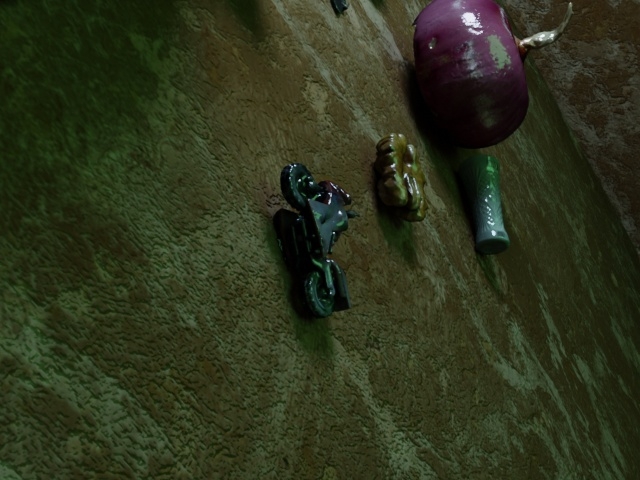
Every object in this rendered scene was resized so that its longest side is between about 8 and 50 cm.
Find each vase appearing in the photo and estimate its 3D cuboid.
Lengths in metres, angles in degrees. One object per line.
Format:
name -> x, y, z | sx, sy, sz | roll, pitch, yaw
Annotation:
vase -> 0.373, -0.078, 1.708 | 0.096, 0.096, 0.219 | 32, 45, -45

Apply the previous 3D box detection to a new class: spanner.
spanner -> 0.043, -0.533, 1.589 | 0.046, 0.012, 0.208 | 44, 35, -32

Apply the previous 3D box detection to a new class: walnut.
walnut -> 0.141, -0.113, 1.366 | 0.143, 0.069, 0.170 | 40, 38, -40

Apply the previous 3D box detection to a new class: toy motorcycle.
toy motorcycle -> -0.001, 0.000, 1.034 | 0.122, 0.082, 0.213 | 1, 76, -48

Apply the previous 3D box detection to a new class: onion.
onion -> 0.368, -0.382, 1.725 | 0.358, 0.345, 0.358 | 10, 90, -77
